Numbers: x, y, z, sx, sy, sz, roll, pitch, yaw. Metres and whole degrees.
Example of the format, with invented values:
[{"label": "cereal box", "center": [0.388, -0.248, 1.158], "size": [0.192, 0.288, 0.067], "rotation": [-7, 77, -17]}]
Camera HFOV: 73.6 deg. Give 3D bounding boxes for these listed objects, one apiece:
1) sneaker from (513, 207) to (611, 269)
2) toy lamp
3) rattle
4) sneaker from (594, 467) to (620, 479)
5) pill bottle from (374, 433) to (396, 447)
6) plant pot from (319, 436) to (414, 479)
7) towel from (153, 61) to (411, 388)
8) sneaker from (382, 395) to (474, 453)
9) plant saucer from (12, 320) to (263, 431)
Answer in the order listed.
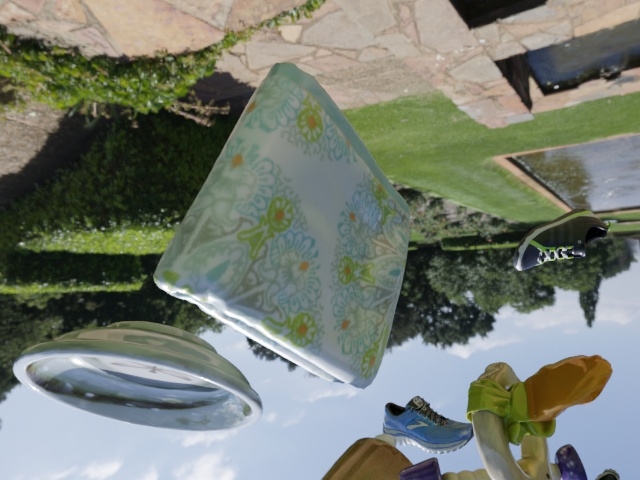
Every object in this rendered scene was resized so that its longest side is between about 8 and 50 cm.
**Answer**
[{"label": "sneaker", "center": [0.558, 0.005, 0.981], "size": [0.234, 0.084, 0.097], "rotation": [-32, -138, -4]}, {"label": "toy lamp", "center": [0.265, 0.377, 0.678], "size": [0.274, 0.080, 0.080], "rotation": [-13, 174, 9]}, {"label": "rattle", "center": [0.244, 0.216, 0.422], "size": [0.142, 0.200, 0.130], "rotation": [-27, 172, 22]}, {"label": "sneaker", "center": [0.503, 0.521, 0.766], "size": [0.105, 0.115, 0.281], "rotation": [6, -167, 29]}, {"label": "pill bottle", "center": [0.183, 0.631, 1.215], "size": [0.078, 0.078, 0.137], "rotation": [-3, -141, 12]}, {"label": "plant pot", "center": [0.052, 0.550, 0.822], "size": [0.237, 0.237, 0.254], "rotation": [-6, -179, 44]}, {"label": "towel", "center": [0.000, 0.000, 0.597], "size": [0.090, 0.321, 0.374], "rotation": [-5, 145, 41]}, {"label": "sneaker", "center": [0.343, 0.599, 1.411], "size": [0.329, 0.147, 0.129], "rotation": [-10, 174, 37]}, {"label": "plant saucer", "center": [-0.291, 0.231, 0.742], "size": [0.400, 0.101, 0.401], "rotation": [4, 143, 3]}]
